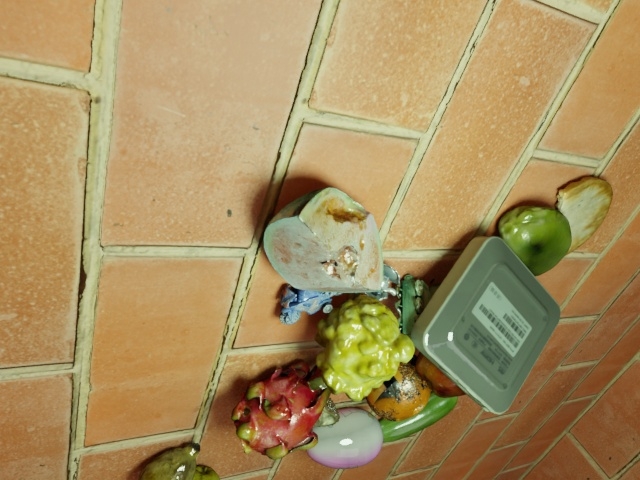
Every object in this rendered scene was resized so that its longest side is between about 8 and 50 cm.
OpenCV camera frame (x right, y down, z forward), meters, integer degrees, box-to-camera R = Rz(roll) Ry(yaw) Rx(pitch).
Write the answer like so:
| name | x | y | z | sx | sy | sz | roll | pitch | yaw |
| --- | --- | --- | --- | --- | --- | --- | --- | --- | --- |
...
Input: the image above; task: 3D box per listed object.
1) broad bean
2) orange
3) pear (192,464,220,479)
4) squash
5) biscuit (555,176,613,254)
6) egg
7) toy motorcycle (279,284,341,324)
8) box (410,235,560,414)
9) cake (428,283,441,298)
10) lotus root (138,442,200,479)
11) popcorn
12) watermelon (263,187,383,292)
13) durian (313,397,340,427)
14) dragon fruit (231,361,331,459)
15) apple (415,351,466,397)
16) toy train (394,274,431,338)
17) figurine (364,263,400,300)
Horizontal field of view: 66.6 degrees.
| name | x | y | z | sx | sy | sz | roll | pitch | yaw |
| --- | --- | --- | --- | --- | --- | --- | --- | --- | --- |
| broad bean | 0.605 | 0.006 | 1.406 | 0.238 | 0.119 | 0.291 | -41 | 134 | 12 |
| orange | 0.260 | 0.480 | 1.591 | 0.235 | 0.182 | 0.234 | -25 | 137 | -26 |
| pear | -0.386 | 0.775 | 1.510 | 0.149 | 0.149 | 0.162 | 17 | 105 | -38 |
| squash | 0.358 | 0.668 | 1.849 | 0.395 | 0.107 | 0.107 | -23 | 134 | -9 |
| biscuit | 0.796 | -0.084 | 1.491 | 0.205 | 0.040 | 0.308 | -28 | 136 | -4 |
| egg | 0.078 | 0.660 | 1.633 | 0.272 | 0.196 | 0.196 | 9 | 124 | -12 |
| toy motorcycle | -0.025 | 0.131 | 1.210 | 0.205 | 0.076 | 0.114 | -33 | 128 | -1 |
| box | 0.456 | 0.227 | 1.303 | 0.367 | 0.090 | 0.373 | 42 | 74 | -19 |
| cake | 0.346 | 0.252 | 1.493 | 0.100 | 0.099 | 0.235 | -13 | 133 | -16 |
| lotus root | -0.435 | 0.673 | 1.410 | 0.214 | 0.138 | 0.138 | -50 | 134 | -2 |
| popcorn | 0.105 | 0.256 | 1.243 | 0.235 | 0.241 | 0.250 | -5 | 145 | -50 |
| watermelon | 0.003 | -0.005 | 1.075 | 0.321 | 0.188 | 0.175 | 56 | 46 | -39 |
| durian | -0.014 | 0.517 | 1.524 | 0.149 | 0.091 | 0.188 | -2 | 140 | -2 |
| dragon fruit | -0.099 | 0.450 | 1.341 | 0.243 | 0.307 | 0.227 | 19 | 144 | 8 |
| apple | 0.402 | 0.363 | 1.463 | 0.234 | 0.234 | 0.233 | -15 | 133 | -17 |
| toy train | 0.258 | 0.195 | 1.334 | 0.081 | 0.193 | 0.125 | -16 | 145 | 32 |
| figurine | 0.159 | 0.115 | 1.283 | 0.086 | 0.094 | 0.082 | -50 | -179 | -22 |
